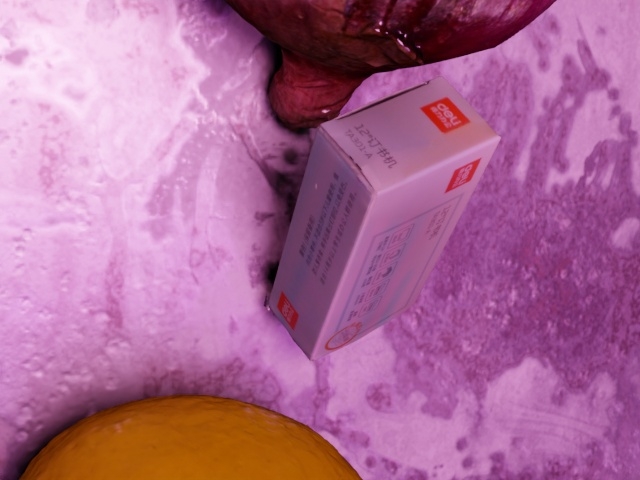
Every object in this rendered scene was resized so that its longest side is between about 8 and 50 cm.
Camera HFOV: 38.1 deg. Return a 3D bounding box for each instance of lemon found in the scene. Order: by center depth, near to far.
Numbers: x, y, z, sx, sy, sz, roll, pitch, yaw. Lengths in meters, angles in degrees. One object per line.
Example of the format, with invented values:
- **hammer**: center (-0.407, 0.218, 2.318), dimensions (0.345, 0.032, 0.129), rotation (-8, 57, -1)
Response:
- **lemon**: center (-0.105, 0.285, 0.759), dimensions (0.348, 0.348, 0.348), rotation (-5, 103, -22)

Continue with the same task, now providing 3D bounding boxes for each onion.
- **onion**: center (0.034, -0.244, 0.741), dimensions (0.348, 0.347, 0.385), rotation (1, 136, -23)

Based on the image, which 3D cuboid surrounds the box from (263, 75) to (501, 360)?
- **box**: center (0.042, -0.008, 0.800), dimensions (0.135, 0.079, 0.269), rotation (-25, 154, -27)
